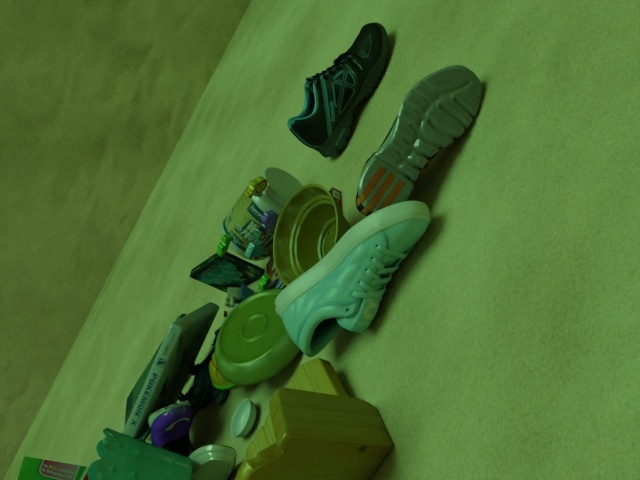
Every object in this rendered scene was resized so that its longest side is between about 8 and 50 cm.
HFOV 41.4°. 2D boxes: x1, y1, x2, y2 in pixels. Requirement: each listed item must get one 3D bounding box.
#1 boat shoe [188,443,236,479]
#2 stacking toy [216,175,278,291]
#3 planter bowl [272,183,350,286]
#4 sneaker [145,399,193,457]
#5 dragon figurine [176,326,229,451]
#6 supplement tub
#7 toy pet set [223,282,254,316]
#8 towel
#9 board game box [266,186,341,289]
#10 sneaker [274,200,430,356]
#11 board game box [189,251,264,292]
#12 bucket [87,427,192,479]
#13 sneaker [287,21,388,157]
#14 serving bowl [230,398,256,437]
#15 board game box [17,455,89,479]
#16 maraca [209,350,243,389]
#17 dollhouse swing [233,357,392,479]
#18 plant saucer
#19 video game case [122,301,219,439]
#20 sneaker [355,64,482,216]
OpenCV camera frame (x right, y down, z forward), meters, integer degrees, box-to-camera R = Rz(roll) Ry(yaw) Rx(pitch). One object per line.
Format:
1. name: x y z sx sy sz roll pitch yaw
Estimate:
1. boat shoe: -0.248 0.519 1.753 0.096 0.098 0.277 -90 25 -46
2. stacking toy: -0.133 -0.011 1.935 0.167 0.052 0.221 41 115 26
3. planter bowl: 0.000 0.000 1.729 0.217 0.090 0.217 -21 62 49
4. sneaker: -0.330 0.484 1.922 0.146 0.102 0.293 57 143 28
5. dragon figurine: -0.266 0.340 1.983 0.144 0.085 0.289 -30 39 54
6. supplement tub: -0.136 -0.064 2.049 0.200 0.144 0.144 -52 26 28
7. toy pet set: -0.197 0.173 2.060 0.122 0.065 0.114 94 177 -49
8. towel: -0.468 0.415 2.411 0.370 0.040 0.271 -56 23 24
9. board game box: -0.041 0.021 1.907 0.281 0.027 0.145 -49 26 32
10. sneaker: 0.077 0.080 1.510 0.366 0.135 0.150 -43 60 31
11. board game box: -0.238 0.082 2.141 0.186 0.126 0.026 -30 40 54
12. bucket: -0.373 0.520 1.646 0.281 0.183 0.281 -161 90 -77
13. sneaker: 0.046 -0.370 1.981 0.341 0.139 0.125 -65 21 -5
14. serving bowl: -0.158 0.378 1.785 0.083 0.027 0.083 -47 28 35
15. board game box: -0.522 0.603 1.899 0.064 0.316 0.242 -91 19 -49
16. maraca: -0.169 0.259 1.852 0.185 0.099 0.127 -31 39 25
17. dollhouse swing: -0.107 0.360 1.387 0.347 0.315 0.305 -58 44 15
18. plant saucer: -0.131 0.190 1.780 0.241 0.037 0.241 -22 42 21
19. video game case: -0.352 0.308 2.026 0.300 0.036 0.329 -65 -5 7
20. sneaker: 0.160 -0.181 1.562 0.321 0.124 0.180 -50 4 -6
